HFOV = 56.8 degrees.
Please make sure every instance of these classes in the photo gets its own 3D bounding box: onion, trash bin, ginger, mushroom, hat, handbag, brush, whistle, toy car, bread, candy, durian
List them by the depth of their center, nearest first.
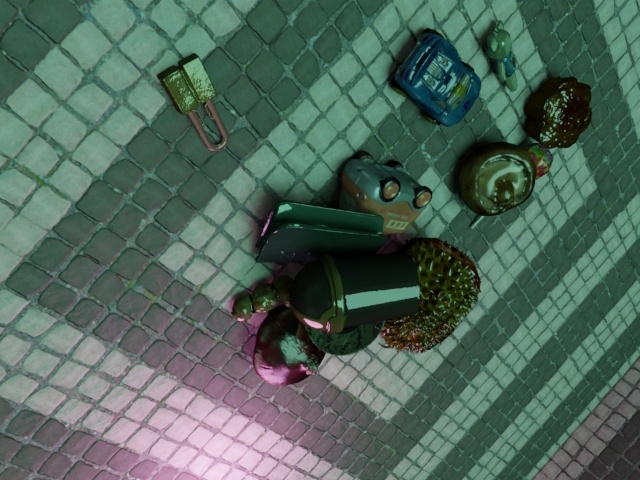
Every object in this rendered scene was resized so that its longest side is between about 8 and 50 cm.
[{"bbox_3d":[-0.280,-0.309,1.396,0.103,0.047,0.234,-35,129,-12],"label":"brush"},{"bbox_3d":[0.080,0.134,1.573,0.333,0.214,0.214,-6,119,-8],"label":"trash bin"},{"bbox_3d":[0.000,-0.001,1.616,0.326,0.090,0.238,6,149,-19],"label":"handbag"},{"bbox_3d":[0.347,-0.437,1.657,0.314,0.166,0.198,30,100,-40],"label":"toy car"},{"bbox_3d":[-0.160,0.167,1.693,0.203,0.104,0.080,-20,140,-4],"label":"ginger"},{"bbox_3d":[0.169,-0.114,1.713,0.270,0.181,0.213,10,118,-36],"label":"toy car"},{"bbox_3d":[0.066,0.198,1.748,0.265,0.128,0.266,-1,95,-7],"label":"hat"},{"bbox_3d":[-0.069,0.320,1.767,0.272,0.195,0.272,-26,127,-40],"label":"onion"},{"bbox_3d":[0.551,-0.544,1.787,0.236,0.077,0.114,49,56,-45],"label":"whistle"},{"bbox_3d":[0.323,0.160,1.833,0.347,0.385,0.348,8,138,7],"label":"durian"},{"bbox_3d":[0.565,-0.197,1.908,0.252,0.153,0.253,-2,108,-6],"label":"mushroom"},{"bbox_3d":[0.797,-0.430,1.959,0.246,0.135,0.232,-16,122,-24],"label":"bread"},{"bbox_3d":[0.644,-0.179,2.035,0.124,0.124,0.365,31,107,-39],"label":"candy"}]

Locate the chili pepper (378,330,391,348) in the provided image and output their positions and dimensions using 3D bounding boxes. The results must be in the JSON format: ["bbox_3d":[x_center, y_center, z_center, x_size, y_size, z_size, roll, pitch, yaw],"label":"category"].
[{"bbox_3d":[0.232,0.270,2.021,0.100,0.074,0.257,-28,122,-14],"label":"chili pepper"}]
